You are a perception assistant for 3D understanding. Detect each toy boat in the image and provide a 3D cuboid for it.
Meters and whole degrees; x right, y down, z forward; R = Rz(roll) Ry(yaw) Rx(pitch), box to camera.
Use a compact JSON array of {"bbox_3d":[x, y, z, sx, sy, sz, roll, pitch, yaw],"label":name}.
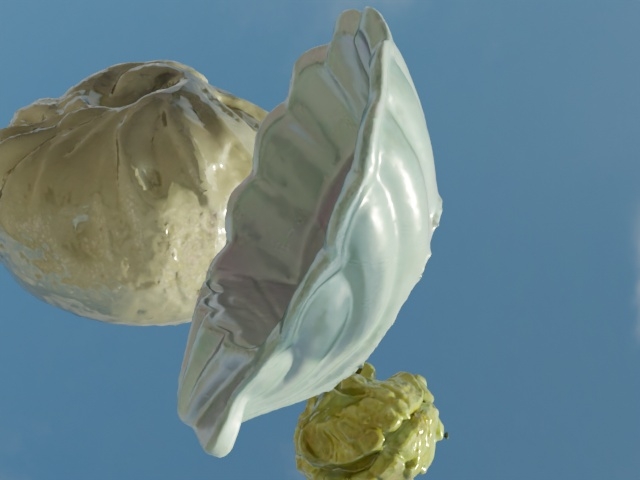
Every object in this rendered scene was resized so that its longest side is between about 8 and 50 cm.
[{"bbox_3d":[0.000,0.000,0.860,0.290,0.100,0.199,-62,-159,13],"label":"toy boat"}]

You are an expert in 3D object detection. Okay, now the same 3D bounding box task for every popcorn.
[{"bbox_3d":[0.042,0.181,1.251,0.141,0.162,0.135,-31,-140,6],"label":"popcorn"}]

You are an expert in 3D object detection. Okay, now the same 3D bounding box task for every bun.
[{"bbox_3d":[-0.192,-0.071,1.443,0.359,0.211,0.360,-1,-147,0],"label":"bun"}]
